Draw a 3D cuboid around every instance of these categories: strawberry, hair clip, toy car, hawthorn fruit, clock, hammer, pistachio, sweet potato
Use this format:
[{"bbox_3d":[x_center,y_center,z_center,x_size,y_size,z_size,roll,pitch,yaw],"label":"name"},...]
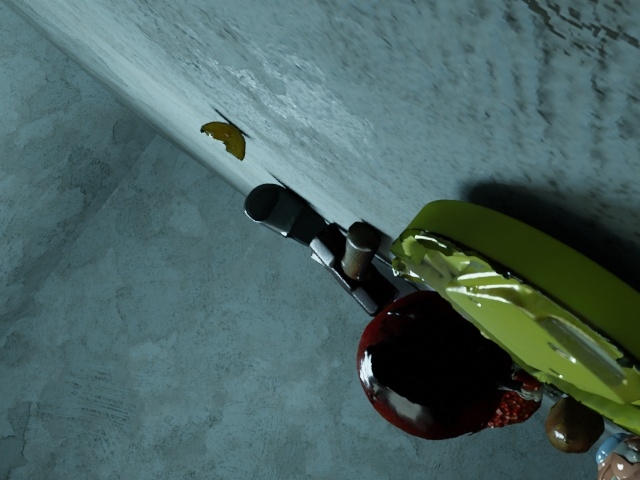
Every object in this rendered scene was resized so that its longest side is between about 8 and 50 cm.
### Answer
[{"bbox_3d":[0.467,0.424,1.549,0.350,0.268,0.312,-1,-176,33],"label":"strawberry"},{"bbox_3d":[0.362,0.245,1.144,0.321,0.091,0.138,32,172,42],"label":"hair clip"},{"bbox_3d":[0.563,0.415,0.859,0.212,0.180,0.270,46,180,23],"label":"toy car"},{"bbox_3d":[0.208,0.236,1.017,0.315,0.316,0.316,36,177,2],"label":"hawthorn fruit"},{"bbox_3d":[0.194,0.060,0.453,0.277,0.071,0.293,41,175,-11],"label":"clock"},{"bbox_3d":[0.072,0.040,1.126,0.242,0.095,0.409,46,173,11],"label":"hammer"},{"bbox_3d":[0.155,0.042,0.800,0.089,0.049,0.173,14,179,-11],"label":"pistachio"},{"bbox_3d":[0.550,0.385,1.134,0.109,0.109,0.385,34,-172,30],"label":"sweet potato"}]

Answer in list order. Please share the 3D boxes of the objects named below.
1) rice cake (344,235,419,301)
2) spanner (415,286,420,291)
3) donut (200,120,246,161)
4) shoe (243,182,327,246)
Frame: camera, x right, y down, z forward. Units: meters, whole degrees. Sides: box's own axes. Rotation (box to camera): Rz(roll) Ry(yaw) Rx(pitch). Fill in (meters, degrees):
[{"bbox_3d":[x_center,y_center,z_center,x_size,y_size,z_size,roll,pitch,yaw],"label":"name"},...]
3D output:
[{"bbox_3d":[0.101,0.053,1.375,0.364,0.073,0.056,37,177,25],"label":"rice cake"},{"bbox_3d":[0.327,0.190,1.327,0.325,0.026,0.093,33,174,28],"label":"spanner"},{"bbox_3d":[-0.177,-0.184,0.959,0.083,0.067,0.038,3,-156,-13],"label":"donut"},{"bbox_3d":[-0.067,-0.055,1.286,0.241,0.108,0.093,30,179,-33],"label":"shoe"}]
